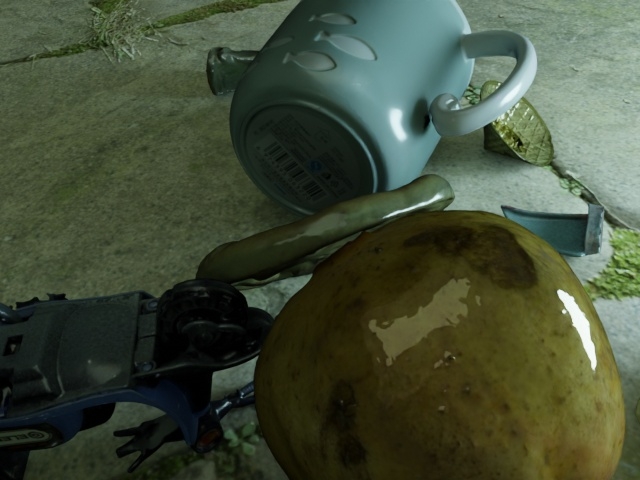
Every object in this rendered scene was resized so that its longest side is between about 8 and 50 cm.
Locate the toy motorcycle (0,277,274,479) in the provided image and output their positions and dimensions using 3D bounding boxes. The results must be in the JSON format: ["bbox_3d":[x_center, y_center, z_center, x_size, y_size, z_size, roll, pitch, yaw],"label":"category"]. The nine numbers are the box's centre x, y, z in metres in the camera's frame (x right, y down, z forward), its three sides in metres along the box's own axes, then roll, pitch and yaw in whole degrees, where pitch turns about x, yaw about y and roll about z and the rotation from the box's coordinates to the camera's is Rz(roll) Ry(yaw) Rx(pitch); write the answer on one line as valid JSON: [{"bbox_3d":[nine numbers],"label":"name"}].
[{"bbox_3d":[-0.208,0.132,0.581,0.359,0.212,0.125,-11,45,3],"label":"toy motorcycle"}]

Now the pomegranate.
[{"bbox_3d":[0.092,0.106,0.503,0.281,0.281,0.281,-4,44,4],"label":"pomegranate"}]

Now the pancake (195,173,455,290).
[{"bbox_3d":[0.000,0.000,0.654,0.294,0.294,0.049,-19,84,-12],"label":"pancake"}]

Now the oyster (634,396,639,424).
[{"bbox_3d":[0.354,0.185,0.524,0.201,0.107,0.354,27,39,7],"label":"oyster"}]

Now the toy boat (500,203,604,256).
[{"bbox_3d":[0.282,-0.015,0.786,0.122,0.034,0.096,4,44,25],"label":"toy boat"}]

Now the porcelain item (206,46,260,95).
[{"bbox_3d":[-0.081,-0.292,1.084,0.216,0.081,0.069,1,45,9],"label":"porcelain item"}]

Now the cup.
[{"bbox_3d":[0.079,-0.177,0.797,0.357,0.259,0.274,3,45,33],"label":"cup"}]

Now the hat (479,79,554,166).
[{"bbox_3d":[0.257,-0.150,0.907,0.146,0.067,0.146,20,51,-27],"label":"hat"}]
